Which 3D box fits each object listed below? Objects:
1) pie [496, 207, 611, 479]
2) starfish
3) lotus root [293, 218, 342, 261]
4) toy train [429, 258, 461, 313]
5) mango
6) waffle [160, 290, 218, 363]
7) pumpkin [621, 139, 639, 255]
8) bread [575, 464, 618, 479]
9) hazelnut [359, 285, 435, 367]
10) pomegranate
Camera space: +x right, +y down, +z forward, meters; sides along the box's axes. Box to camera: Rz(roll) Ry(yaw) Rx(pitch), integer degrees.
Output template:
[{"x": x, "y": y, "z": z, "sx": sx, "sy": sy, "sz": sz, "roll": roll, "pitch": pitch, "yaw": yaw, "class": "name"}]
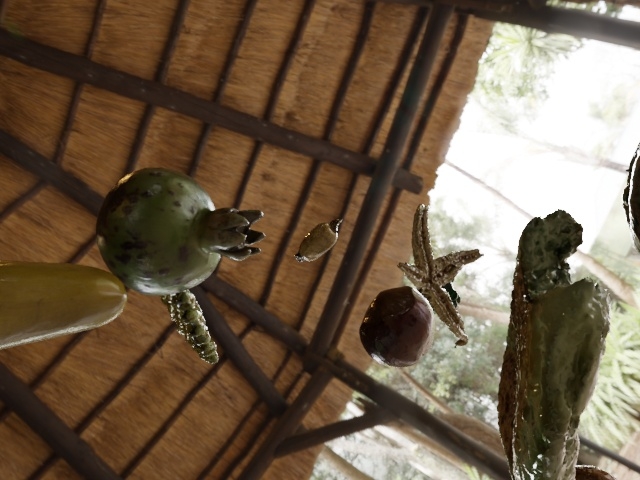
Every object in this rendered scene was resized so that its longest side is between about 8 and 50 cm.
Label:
[{"x": 0.229, "y": 0.126, "z": 0.528, "sx": 0.302, "sy": 0.067, "sz": 0.302, "roll": 3, "pitch": -90, "yaw": -76, "class": "pie"}, {"x": 0.390, "y": 0.103, "z": 1.627, "sx": 0.432, "sy": 0.082, "sz": 0.324, "roll": 42, "pitch": -120, "yaw": -26, "class": "starfish"}, {"x": 0.000, "y": 0.000, "z": 1.239, "sx": 0.152, "sy": 0.063, "sz": 0.072, "roll": -45, "pitch": -30, "yaw": 6, "class": "lotus root"}, {"x": 0.407, "y": 0.174, "z": 1.768, "sx": 0.091, "sy": 0.136, "sz": 0.227, "roll": 39, "pitch": -144, "yaw": -61, "class": "toy train"}, {"x": -0.473, "y": 0.100, "z": 0.765, "sx": 0.332, "sy": 0.195, "sz": 0.142, "roll": -3, "pitch": -91, "yaw": -27, "class": "mango"}, {"x": -0.305, "y": 0.170, "z": 1.163, "sx": 0.054, "sy": 0.204, "sz": 0.223, "roll": -30, "pitch": -60, "yaw": -24, "class": "waffle"}, {"x": 0.575, "y": -0.054, "z": 0.712, "sx": 0.197, "sy": 0.263, "sz": 0.292, "roll": -48, "pitch": -41, "yaw": -45, "class": "pumpkin"}, {"x": 0.683, "y": 0.651, "z": 1.306, "sx": 0.064, "sy": 0.193, "sz": 0.193, "roll": -61, "pitch": -17, "yaw": -61, "class": "bread"}, {"x": 0.182, "y": 0.203, "z": 1.218, "sx": 0.201, "sy": 0.170, "sz": 0.160, "roll": -49, "pitch": -36, "yaw": -22, "class": "hazelnut"}, {"x": -0.256, "y": 0.001, "z": 0.944, "sx": 0.242, "sy": 0.306, "sz": 0.242, "roll": 21, "pitch": -90, "yaw": -81, "class": "pomegranate"}]
